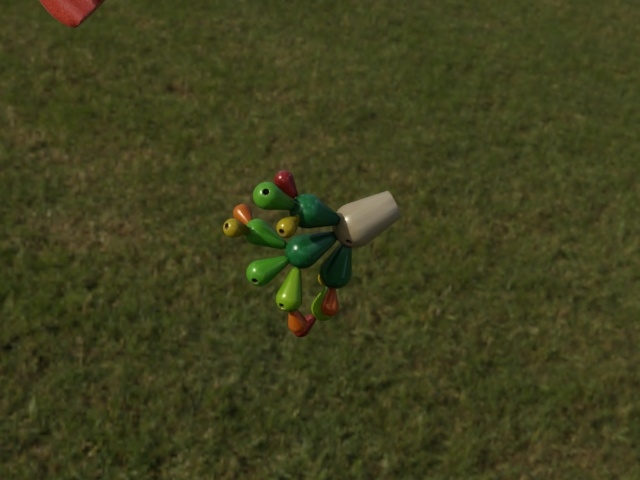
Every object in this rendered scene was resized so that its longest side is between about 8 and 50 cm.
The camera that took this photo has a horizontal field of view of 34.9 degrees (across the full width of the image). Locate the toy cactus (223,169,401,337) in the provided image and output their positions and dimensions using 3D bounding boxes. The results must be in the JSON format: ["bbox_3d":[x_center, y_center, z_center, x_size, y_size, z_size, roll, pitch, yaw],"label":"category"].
[{"bbox_3d":[0.000,0.000,1.122,0.180,0.219,0.112,-27,32,-4],"label":"toy cactus"}]

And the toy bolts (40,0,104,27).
[{"bbox_3d":[-0.258,-0.370,1.088,0.228,0.218,0.158,49,38,-11],"label":"toy bolts"}]
